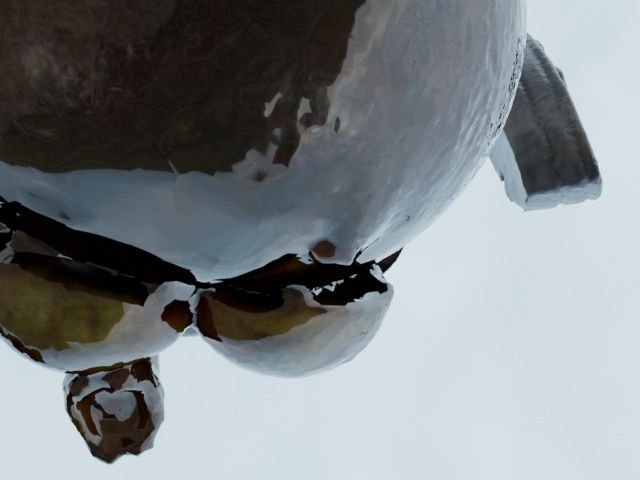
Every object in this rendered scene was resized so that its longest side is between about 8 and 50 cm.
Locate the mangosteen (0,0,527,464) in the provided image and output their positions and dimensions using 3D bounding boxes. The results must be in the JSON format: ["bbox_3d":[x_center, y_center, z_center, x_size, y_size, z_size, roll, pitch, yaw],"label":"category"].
[{"bbox_3d":[-0.067,-0.075,0.881,0.307,0.307,0.347,26,-77,42],"label":"mangosteen"}]

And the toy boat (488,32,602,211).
[{"bbox_3d":[0.189,-0.102,1.728,0.078,0.127,0.283,-15,-155,0],"label":"toy boat"}]

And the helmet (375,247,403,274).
[{"bbox_3d":[0.001,-0.001,1.061,0.084,0.065,0.049,-26,-143,-18],"label":"helmet"}]
